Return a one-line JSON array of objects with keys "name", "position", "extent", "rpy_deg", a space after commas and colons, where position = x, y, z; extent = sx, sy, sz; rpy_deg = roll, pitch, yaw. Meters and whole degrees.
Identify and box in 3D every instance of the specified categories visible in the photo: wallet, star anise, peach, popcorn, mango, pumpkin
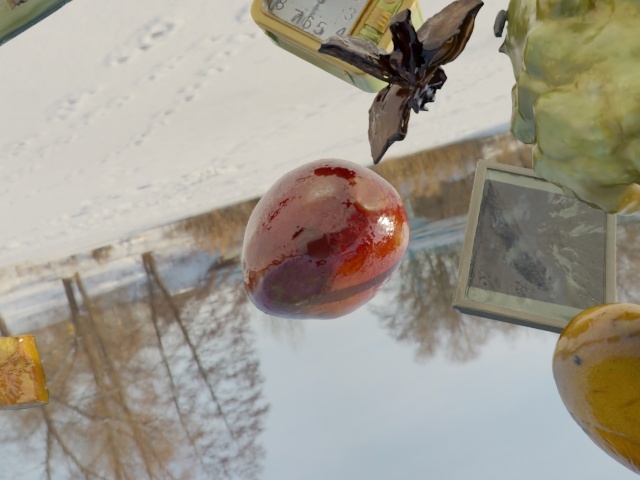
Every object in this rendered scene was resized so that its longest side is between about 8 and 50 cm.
[{"name": "wallet", "position": [-0.416, -0.340, 1.063], "extent": [0.155, 0.110, 0.039], "rpy_deg": [-30, -173, 4]}, {"name": "star anise", "position": [0.066, -0.176, 0.752], "extent": [0.158, 0.140, 0.144], "rpy_deg": [-25, -137, -7]}, {"name": "peach", "position": [0.000, 0.000, 1.040], "extent": [0.244, 0.199, 0.243], "rpy_deg": [-35, 163, -13]}, {"name": "popcorn", "position": [0.267, -0.166, 0.693], "extent": [0.215, 0.252, 0.286], "rpy_deg": [-18, -134, 23]}, {"name": "mango", "position": [0.364, 0.166, 0.894], "extent": [0.177, 0.294, 0.120], "rpy_deg": [-7, -143, 40]}, {"name": "pumpkin", "position": [-0.293, 0.115, 0.694], "extent": [0.101, 0.073, 0.035], "rpy_deg": [-4, 150, -38]}]

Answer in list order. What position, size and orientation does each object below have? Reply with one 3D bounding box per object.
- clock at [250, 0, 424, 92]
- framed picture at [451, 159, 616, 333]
[{"name": "clock", "position": [0.023, -0.300, 1.042], "extent": [0.202, 0.143, 0.096], "rpy_deg": [31, -178, 19]}, {"name": "framed picture", "position": [0.296, 0.006, 1.059], "extent": [0.209, 0.019, 0.281], "rpy_deg": [11, -130, 6]}]
